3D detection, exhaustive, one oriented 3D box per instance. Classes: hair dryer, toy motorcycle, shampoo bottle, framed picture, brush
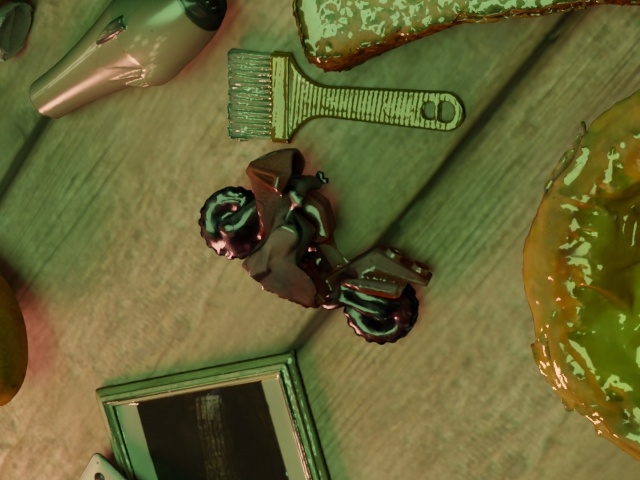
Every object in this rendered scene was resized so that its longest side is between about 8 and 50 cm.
[{"bbox_3d":[-0.206,-0.210,0.927,0.219,0.088,0.225,-46,70,26],"label":"hair dryer"},{"bbox_3d":[0.000,0.000,0.880,0.212,0.084,0.118,30,109,5],"label":"toy motorcycle"},{"bbox_3d":[-0.378,-0.244,0.989,0.212,0.049,0.072,26,96,13],"label":"shampoo bottle"},{"bbox_3d":[-0.090,0.266,1.003,0.231,0.018,0.293,-14,95,23],"label":"framed picture"},{"bbox_3d":[0.018,-0.120,0.886,0.218,0.010,0.082,6,103,18],"label":"brush"}]

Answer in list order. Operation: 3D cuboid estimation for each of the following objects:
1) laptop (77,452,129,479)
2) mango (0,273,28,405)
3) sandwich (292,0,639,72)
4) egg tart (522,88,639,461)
[{"bbox_3d":[-0.172,0.362,1.035,0.269,0.015,0.187,40,117,14],"label":"laptop"},{"bbox_3d":[-0.397,0.068,1.032,0.262,0.109,0.157,28,100,8],"label":"mango"},{"bbox_3d":[0.106,-0.283,0.772,0.301,0.099,0.271,-6,94,25],"label":"sandwich"},{"bbox_3d":[0.319,0.023,0.735,0.341,0.132,0.341,4,101,19],"label":"egg tart"}]
